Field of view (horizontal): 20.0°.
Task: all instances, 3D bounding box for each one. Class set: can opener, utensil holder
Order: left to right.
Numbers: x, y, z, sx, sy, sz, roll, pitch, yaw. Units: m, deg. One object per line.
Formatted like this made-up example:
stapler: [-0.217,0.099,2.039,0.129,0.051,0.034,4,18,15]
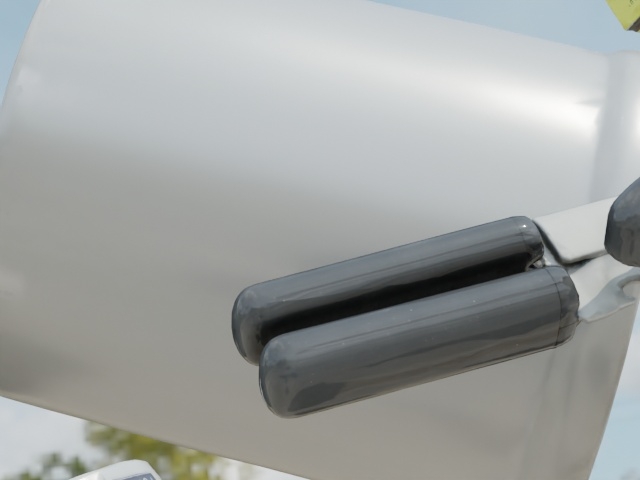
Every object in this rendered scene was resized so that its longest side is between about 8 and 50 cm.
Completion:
utensil holder: [0.000,0.000,1.182,0.385,0.328,0.327,12,-18,3]
can opener: [0.097,0.006,0.898,0.283,0.076,0.095,-14,-45,-17]

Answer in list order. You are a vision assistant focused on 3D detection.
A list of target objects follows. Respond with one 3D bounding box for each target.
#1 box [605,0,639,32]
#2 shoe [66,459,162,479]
box: [0.322,-0.194,1.412,0.232,0.058,0.087,4,-41,-41]
shoe: [-0.073,0.114,0.376,0.063,0.081,0.178,-13,-17,-43]
